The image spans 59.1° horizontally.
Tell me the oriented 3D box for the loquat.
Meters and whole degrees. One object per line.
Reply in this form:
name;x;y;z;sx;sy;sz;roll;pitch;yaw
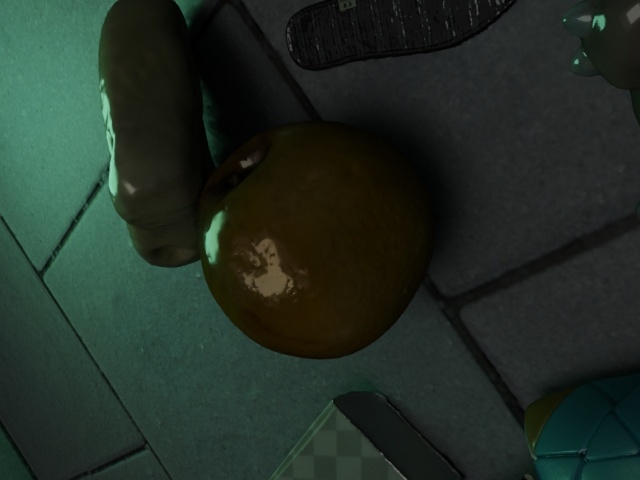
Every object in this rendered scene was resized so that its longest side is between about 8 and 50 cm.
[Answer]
loquat;0.000;0.000;0.647;0.274;0.275;0.275;18;121;32

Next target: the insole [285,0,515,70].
insole;0.079;-0.252;0.614;0.309;0.012;0.110;-1;112;39

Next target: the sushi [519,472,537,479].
sushi;0.304;0.389;0.720;0.210;0.040;0.193;31;124;7

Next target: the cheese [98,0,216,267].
cheese;-0.218;-0.148;0.802;0.351;0.129;0.328;110;154;-72

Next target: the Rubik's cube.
Rubik's cube;0.317;0.198;0.561;0.254;0.254;0.254;18;121;32

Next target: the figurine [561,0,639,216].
figurine;0.359;-0.144;0.328;0.380;0.203;0.248;-26;118;27

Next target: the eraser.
eraser;0.036;0.413;0.926;0.213;0.082;0.397;44;131;15
